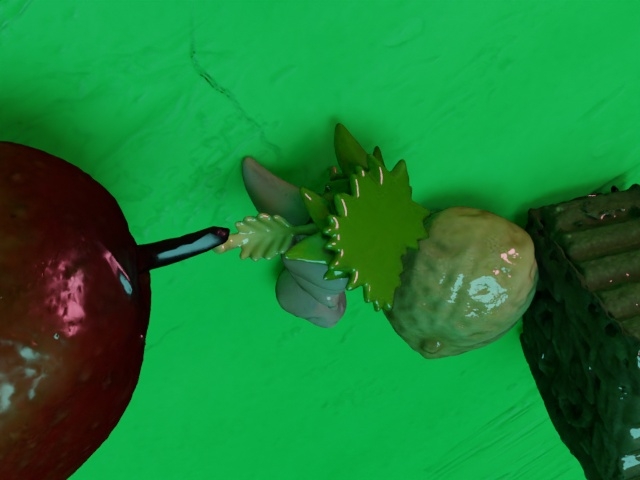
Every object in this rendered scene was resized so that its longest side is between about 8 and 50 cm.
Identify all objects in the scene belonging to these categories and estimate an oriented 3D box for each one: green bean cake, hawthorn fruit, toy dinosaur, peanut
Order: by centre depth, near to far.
[{"bbox_3d":[-0.238,0.062,0.811,0.369,0.285,0.285,-21,135,-7],"label":"hawthorn fruit"},{"bbox_3d":[0.001,-0.007,0.973,0.194,0.152,0.177,38,149,-31],"label":"toy dinosaur"},{"bbox_3d":[0.128,0.044,1.044,0.140,0.109,0.159,23,122,9],"label":"peanut"},{"bbox_3d":[0.285,0.104,1.070,0.132,0.241,0.255,-13,134,-11],"label":"green bean cake"}]
